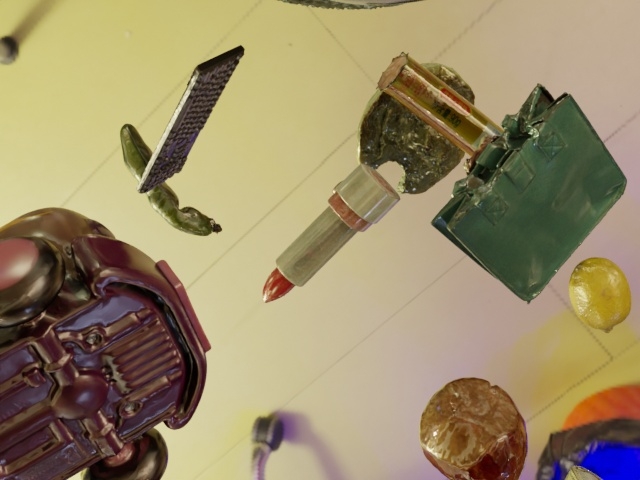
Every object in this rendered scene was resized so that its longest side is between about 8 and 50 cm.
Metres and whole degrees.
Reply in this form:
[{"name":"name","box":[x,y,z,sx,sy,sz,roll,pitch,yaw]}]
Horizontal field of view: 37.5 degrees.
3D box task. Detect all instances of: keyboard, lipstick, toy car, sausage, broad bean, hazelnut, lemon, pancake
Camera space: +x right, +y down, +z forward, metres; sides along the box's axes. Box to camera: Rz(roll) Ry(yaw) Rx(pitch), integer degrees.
[{"name":"keyboard","box":[-0.128,-0.112,0.910,0.013,0.061,0.204,48,141,6]},{"name":"lipstick","box":[-0.001,-0.001,1.022,0.186,0.063,0.057,-44,72,13]},{"name":"toy car","box":[-0.282,0.100,0.778,0.341,0.240,0.271,-28,133,-14]},{"name":"sausage","box":[0.260,-0.173,1.562,0.372,0.082,0.082,35,108,-15]},{"name":"broad bean","box":[-0.214,-0.071,1.255,0.195,0.061,0.046,47,126,3]},{"name":"hazelnut","box":[0.198,0.256,1.216,0.143,0.143,0.154,-56,49,16]},{"name":"lemon","box":[0.380,0.075,1.280,0.082,0.082,0.110,-17,109,19]},{"name":"pancake","box":[0.174,-0.201,1.686,0.037,0.254,0.253,38,113,54]}]

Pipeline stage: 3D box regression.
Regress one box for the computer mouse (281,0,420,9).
[{"name":"computer mouse","box":[0.058,-0.271,0.795,0.374,0.203,0.114,-7,81,0]}]

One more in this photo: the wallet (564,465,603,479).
[{"name":"wallet","box":[0.208,0.283,0.818,0.039,0.110,0.155,23,97,5]}]

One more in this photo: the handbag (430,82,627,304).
[{"name":"handbag","box":[0.318,-0.071,1.441,0.268,0.274,0.100,-52,43,4]}]
